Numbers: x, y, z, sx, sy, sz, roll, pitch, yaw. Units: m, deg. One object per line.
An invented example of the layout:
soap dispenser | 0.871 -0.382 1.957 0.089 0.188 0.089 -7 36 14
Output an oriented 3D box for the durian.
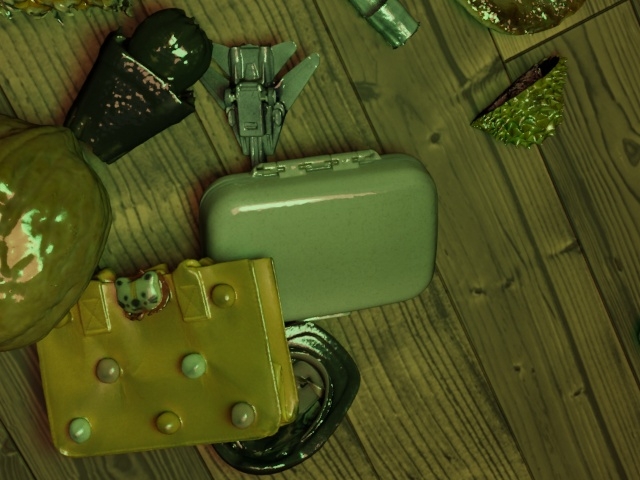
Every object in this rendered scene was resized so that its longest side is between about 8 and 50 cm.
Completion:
durian | 0.358 -0.213 1.947 0.186 0.119 0.108 -40 102 -5

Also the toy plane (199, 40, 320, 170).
toy plane | -0.104 -0.178 1.859 0.212 0.088 0.267 1 103 10

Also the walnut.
walnut | -0.460 -0.021 1.702 0.306 0.306 0.344 35 80 -17

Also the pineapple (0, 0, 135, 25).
pineapple | -0.393 -0.471 1.616 0.300 0.352 0.352 4 99 -7

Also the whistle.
whistle | 0.034 -0.431 1.860 0.062 0.062 0.312 -46 106 -2

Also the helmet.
helmet | -0.067 0.265 1.918 0.253 0.154 0.198 -40 80 -17

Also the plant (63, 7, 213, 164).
plant | -0.271 -0.236 1.784 0.256 0.142 0.164 -44 107 9

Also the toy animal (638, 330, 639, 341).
toy animal | 0.624 0.189 2.096 0.098 0.098 0.137 -34 106 -6

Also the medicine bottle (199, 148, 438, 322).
medicine bottle | 0.000 0.000 1.873 0.375 0.123 0.282 -9 124 -13

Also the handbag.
handbag | -0.245 0.172 1.788 0.401 0.133 0.283 -8 94 20

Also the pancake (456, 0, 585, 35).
pancake | 0.334 -0.515 1.917 0.356 0.065 0.356 -3 102 -14
